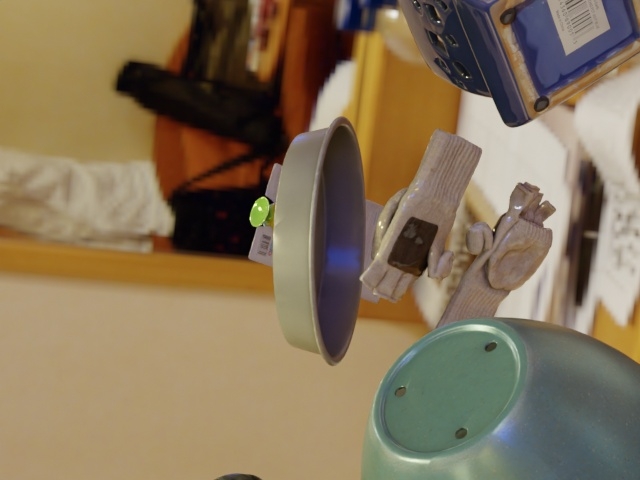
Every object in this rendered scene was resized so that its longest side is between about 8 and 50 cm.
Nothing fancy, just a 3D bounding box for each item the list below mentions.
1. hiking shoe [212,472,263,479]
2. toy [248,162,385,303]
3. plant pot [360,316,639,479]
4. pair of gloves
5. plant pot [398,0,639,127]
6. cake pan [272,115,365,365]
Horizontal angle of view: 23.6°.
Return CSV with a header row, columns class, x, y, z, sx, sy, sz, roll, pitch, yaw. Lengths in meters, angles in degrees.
class,x,y,z,sx,sy,sz,roll,pitch,yaw
hiking shoe,-0.105,0.373,1.662,0.113,0.132,0.304,51,125,43
toy,-0.003,-0.008,2.146,0.056,0.237,0.137,6,78,50
plant pot,0.146,0.173,1.210,0.195,0.290,0.290,52,-161,-35
pair of gloves,0.163,0.006,1.726,0.204,0.240,0.042,-57,40,3
plant pot,0.220,-0.277,1.623,0.212,0.236,0.236,55,176,48
cake pan,0.000,0.000,1.799,0.293,0.054,0.293,2,-90,-77
